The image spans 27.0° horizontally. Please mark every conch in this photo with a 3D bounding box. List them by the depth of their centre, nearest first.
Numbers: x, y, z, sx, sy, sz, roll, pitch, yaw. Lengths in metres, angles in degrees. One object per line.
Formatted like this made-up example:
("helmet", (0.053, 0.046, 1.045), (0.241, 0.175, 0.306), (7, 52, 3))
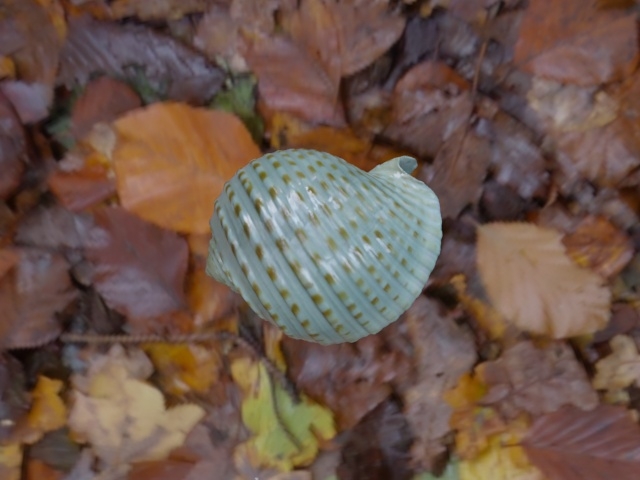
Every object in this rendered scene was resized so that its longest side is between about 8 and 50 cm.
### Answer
("conch", (-0.003, 0.000, 0.484), (0.085, 0.057, 0.076), (-30, 74, 29))
